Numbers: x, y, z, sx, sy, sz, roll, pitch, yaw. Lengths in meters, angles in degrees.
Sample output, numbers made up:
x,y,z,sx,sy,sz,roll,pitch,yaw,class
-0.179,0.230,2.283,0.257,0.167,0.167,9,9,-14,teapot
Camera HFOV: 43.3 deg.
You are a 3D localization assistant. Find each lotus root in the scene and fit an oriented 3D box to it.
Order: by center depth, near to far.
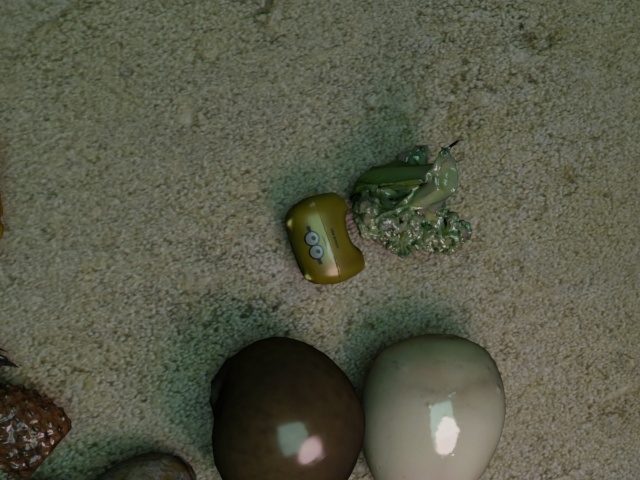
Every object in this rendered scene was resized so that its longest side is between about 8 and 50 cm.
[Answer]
x,y,z,sx,sy,sz,roll,pitch,yaw,class
-0.359,0.501,1.429,0.349,0.175,0.175,-34,99,-38,lotus root

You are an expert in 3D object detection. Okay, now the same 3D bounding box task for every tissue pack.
x,y,z,sx,sy,sz,roll,pitch,yaw,class
0.000,0.000,1.593,0.127,0.123,0.178,-19,95,-14,tissue pack

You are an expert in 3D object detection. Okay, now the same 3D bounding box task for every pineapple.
x,y,z,sx,sy,sz,roll,pitch,yaw,class
-0.611,0.258,1.423,0.364,0.165,0.165,46,80,-8,pineapple

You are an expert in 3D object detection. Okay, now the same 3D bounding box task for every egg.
x,y,z,sx,sy,sz,roll,pitch,yaw,class
0.213,0.349,1.565,0.283,0.283,0.345,12,84,-14,egg

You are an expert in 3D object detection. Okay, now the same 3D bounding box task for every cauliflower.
x,y,z,sx,sy,sz,roll,pitch,yaw,class
0.189,-0.088,1.569,0.256,0.315,0.239,-7,73,-30,cauliflower

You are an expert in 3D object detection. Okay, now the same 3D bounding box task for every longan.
x,y,z,sx,sy,sz,roll,pitch,yaw,class
-0.065,0.337,1.486,0.319,0.319,0.319,0,90,-15,longan

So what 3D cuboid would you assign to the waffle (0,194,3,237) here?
x,y,z,sx,sy,sz,roll,pitch,yaw,class
-0.694,-0.080,1.406,0.261,0.151,0.324,0,91,-11,waffle
